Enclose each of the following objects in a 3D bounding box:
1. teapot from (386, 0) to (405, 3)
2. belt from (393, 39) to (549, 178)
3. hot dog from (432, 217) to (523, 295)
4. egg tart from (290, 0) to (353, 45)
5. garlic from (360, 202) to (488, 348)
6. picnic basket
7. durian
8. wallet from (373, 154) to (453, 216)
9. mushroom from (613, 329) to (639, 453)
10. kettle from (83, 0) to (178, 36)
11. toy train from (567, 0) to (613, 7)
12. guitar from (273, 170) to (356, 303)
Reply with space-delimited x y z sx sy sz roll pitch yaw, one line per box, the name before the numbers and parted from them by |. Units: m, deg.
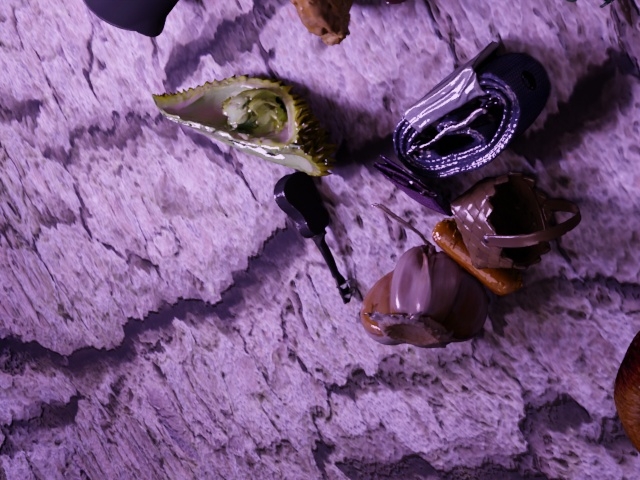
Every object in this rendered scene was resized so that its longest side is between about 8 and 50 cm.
teapot | 0.155 -0.431 0.996 0.312 0.233 0.315 -29 63 42
belt | 0.204 -0.173 1.224 0.230 0.126 0.140 -30 96 49
hot dog | 0.247 0.026 1.352 0.165 0.071 0.045 40 111 12
egg tart | -0.026 -0.432 1.194 0.129 0.341 0.341 -30 95 11
garlic | 0.138 0.072 1.371 0.207 0.207 0.257 -16 110 47
picnic basket | 0.287 -0.028 1.236 0.178 0.128 0.138 5 123 60
durian | -0.111 -0.184 1.474 0.355 0.169 0.157 21 126 34
wallet | 0.148 -0.078 1.327 0.111 0.166 0.030 38 96 21
mushroom | 0.549 0.213 1.109 0.345 0.239 0.345 5 100 29
kettle | -0.298 -0.514 1.396 0.262 0.203 0.308 34 144 -16
toy train | 0.353 -0.372 0.957 0.154 0.115 0.269 60 149 -1
guitar | 0.002 0.000 1.569 0.038 0.084 0.271 -12 113 44
